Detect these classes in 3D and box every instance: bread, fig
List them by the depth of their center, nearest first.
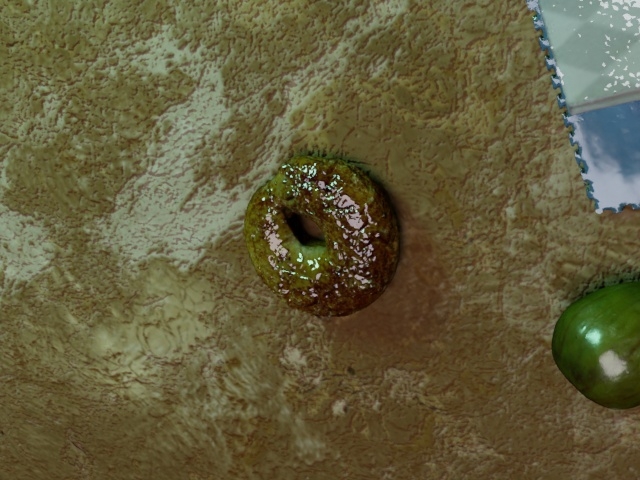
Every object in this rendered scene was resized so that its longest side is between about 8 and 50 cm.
[{"bbox_3d":[0.328,0.057,1.217,0.124,0.124,0.236,33,100,2],"label":"fig"},{"bbox_3d":[0.000,0.000,1.326,0.193,0.064,0.193,11,119,20],"label":"bread"}]

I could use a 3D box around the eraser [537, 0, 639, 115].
[{"bbox_3d":[0.375,-0.252,1.009,0.397,0.082,0.213,-10,114,26],"label":"eraser"}]

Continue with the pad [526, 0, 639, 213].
[{"bbox_3d":[0.344,-0.162,1.127,0.270,0.012,0.269,-10,113,26],"label":"pad"}]
